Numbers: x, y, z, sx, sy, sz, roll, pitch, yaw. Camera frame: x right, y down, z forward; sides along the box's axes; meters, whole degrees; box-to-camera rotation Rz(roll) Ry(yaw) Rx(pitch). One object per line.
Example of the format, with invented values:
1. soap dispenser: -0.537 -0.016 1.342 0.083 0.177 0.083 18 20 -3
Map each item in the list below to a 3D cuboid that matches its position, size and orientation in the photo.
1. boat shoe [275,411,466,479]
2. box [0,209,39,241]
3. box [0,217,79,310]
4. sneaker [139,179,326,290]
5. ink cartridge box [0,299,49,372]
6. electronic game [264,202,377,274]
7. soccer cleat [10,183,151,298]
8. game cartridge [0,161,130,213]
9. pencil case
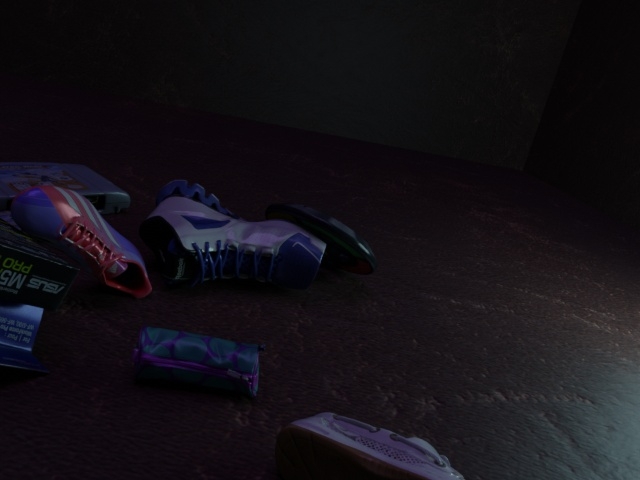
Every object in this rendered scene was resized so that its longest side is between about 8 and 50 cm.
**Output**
1. boat shoe: 0.092 0.236 0.590 0.277 0.098 0.096 22 22 27
2. box: -0.532 -0.015 0.982 0.094 0.027 0.137 24 22 25
3. box: -0.427 -0.018 0.642 0.216 0.060 0.270 25 -6 26
4. sneaker: -0.165 0.026 1.006 0.316 0.127 0.182 22 34 4
5. ink cartridge box: -0.457 0.043 0.723 0.333 0.065 0.165 27 -5 31
6. electronic game: 0.000 0.000 1.118 0.229 0.048 0.229 27 -15 8
7. soccer cleat: -0.317 0.006 0.840 0.095 0.083 0.248 42 -8 28
8. game cartridge: -0.551 -0.100 1.175 0.198 0.062 0.297 33 26 34
9. pencil case: -0.147 0.146 0.735 0.152 0.064 0.070 10 3 -7
